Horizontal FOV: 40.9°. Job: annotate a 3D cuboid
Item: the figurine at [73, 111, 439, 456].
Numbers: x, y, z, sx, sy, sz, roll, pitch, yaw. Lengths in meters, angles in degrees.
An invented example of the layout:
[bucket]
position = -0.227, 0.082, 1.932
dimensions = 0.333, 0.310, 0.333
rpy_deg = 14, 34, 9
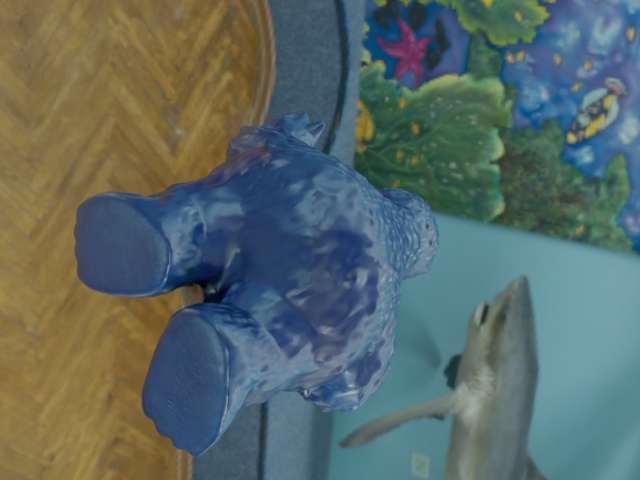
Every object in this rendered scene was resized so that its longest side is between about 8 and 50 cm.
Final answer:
[figurine]
position = 0.000, 0.008, 0.459
dimensions = 0.164, 0.120, 0.262
rpy_deg = 61, 32, -6
